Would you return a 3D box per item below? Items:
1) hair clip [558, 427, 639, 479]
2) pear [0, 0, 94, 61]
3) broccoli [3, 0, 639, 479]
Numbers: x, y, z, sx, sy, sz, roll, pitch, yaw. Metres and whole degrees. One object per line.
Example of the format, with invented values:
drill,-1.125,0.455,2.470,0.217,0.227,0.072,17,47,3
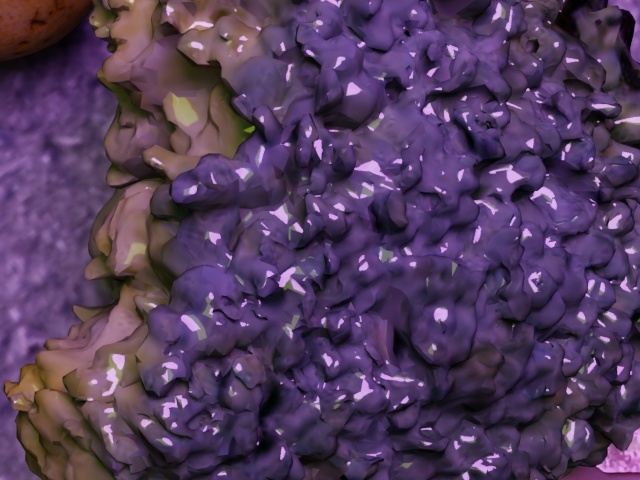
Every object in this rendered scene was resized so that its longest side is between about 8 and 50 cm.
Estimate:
hair clip,0.123,0.146,0.652,0.138,0.102,0.123,2,76,-32
pear,-0.187,-0.172,0.669,0.178,0.178,0.178,0,77,1
broccoli,0.001,0.011,0.580,0.281,0.293,0.348,16,87,50
